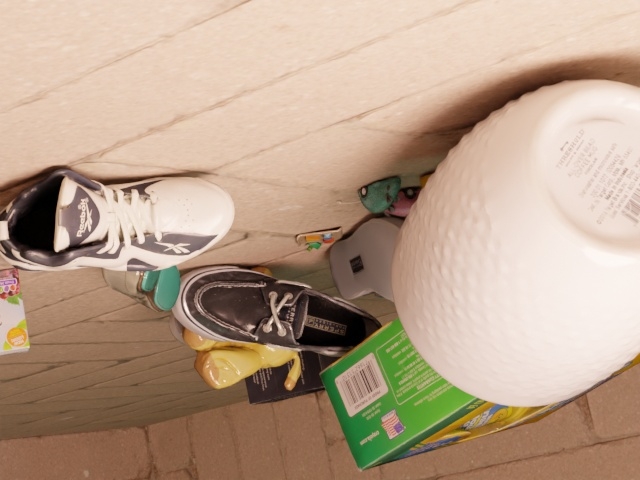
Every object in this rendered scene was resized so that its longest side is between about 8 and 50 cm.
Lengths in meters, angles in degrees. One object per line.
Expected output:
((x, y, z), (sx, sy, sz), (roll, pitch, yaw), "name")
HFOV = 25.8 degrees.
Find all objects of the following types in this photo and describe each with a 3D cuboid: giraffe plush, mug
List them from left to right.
((-0.120, 0.130, 2.038), (0.210, 0.181, 0.170), (13, 172, -24), "giraffe plush")
((0.269, -0.036, 1.367), (0.374, 0.276, 0.328), (-39, 171, -19), "mug")

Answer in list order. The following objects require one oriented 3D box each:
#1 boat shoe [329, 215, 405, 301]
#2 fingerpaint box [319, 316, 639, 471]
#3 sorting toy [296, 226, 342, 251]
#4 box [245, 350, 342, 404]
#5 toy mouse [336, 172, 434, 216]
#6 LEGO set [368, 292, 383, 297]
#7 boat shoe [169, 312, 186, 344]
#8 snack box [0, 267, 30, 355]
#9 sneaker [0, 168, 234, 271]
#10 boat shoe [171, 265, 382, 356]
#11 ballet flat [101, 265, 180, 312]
((0.106, 0.025, 1.833), (0.105, 0.113, 0.306), (-15, 174, -18), "boat shoe")
((0.281, 0.133, 1.879), (0.371, 0.163, 0.445), (-7, 157, -41), "fingerpaint box")
((0.000, 0.000, 1.854), (0.062, 0.012, 0.083), (-11, 169, 0), "sorting toy")
((-0.053, 0.196, 2.446), (0.158, 0.156, 0.093), (-16, 169, 25), "box")
((0.090, -0.048, 1.640), (0.143, 0.031, 0.161), (-13, 170, 9), "toy mouse")
((0.158, 0.094, 2.261), (0.182, 0.060, 0.244), (7, 170, -22), "LEGO set")
((-0.138, 0.131, 2.187), (0.258, 0.095, 0.084), (-1, 161, -40), "boat shoe")
((-0.426, 0.094, 1.670), (0.141, 0.100, 0.037), (-9, 169, -13), "snack box")
((-0.200, -0.018, 1.320), (0.235, 0.094, 0.153), (0, 178, -2), "sneaker")
((-0.054, 0.103, 1.915), (0.301, 0.108, 0.102), (17, 170, -25), "boat shoe")
((-0.226, 0.042, 1.747), (0.068, 0.072, 0.213), (15, 171, 8), "ballet flat")
